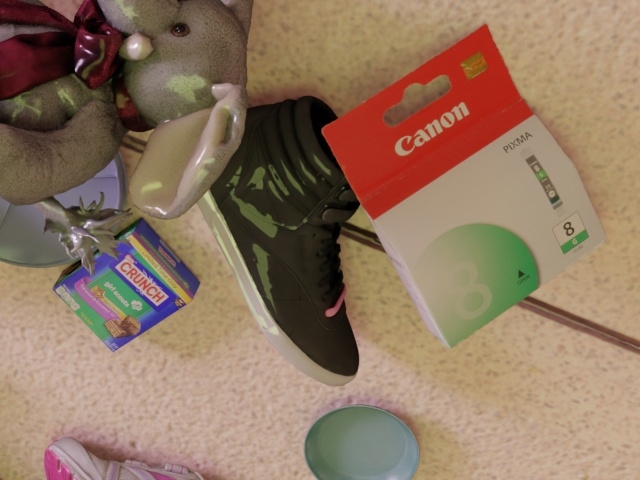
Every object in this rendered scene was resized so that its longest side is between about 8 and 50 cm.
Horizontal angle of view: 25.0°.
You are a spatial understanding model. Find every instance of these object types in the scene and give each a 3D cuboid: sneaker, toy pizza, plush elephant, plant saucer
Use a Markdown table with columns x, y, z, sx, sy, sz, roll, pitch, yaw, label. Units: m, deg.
| x | y | z | sx | sy | sz | roll | pitch | yaw | label |
| --- | --- | --- | --- | --- | --- | --- | --- | --- | --- |
| 0.000 | 0.000 | 1.313 | 0.147 | 0.104 | 0.295 | -20 | 111 | 23 | sneaker |
| -0.277 | -0.065 | 1.354 | 0.201 | 0.032 | 0.201 | 3 | 121 | 6 | toy pizza |
| -0.176 | 0.281 | 1.505 | 0.252 | 0.111 | 0.103 | 36 | 141 | 10 | sneaker |
| -0.176 | -0.140 | 1.156 | 0.255 | 0.272 | 0.330 | -31 | 125 | 12 | plush elephant |
| 0.043 | 0.211 | 1.478 | 0.119 | 0.021 | 0.119 | 3 | 120 | 6 | plant saucer |

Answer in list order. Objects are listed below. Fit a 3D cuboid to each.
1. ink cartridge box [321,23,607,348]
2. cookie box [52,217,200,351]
| x | y | z | sx | sy | sz | roll | pitch | yaw | label |
| --- | --- | --- | --- | --- | --- | --- | --- | --- | --- |
| 0.130 | -0.045 | 1.259 | 0.181 | 0.056 | 0.224 | -33 | 116 | -10 | ink cartridge box |
| -0.187 | 0.044 | 1.399 | 0.107 | 0.040 | 0.092 | -33 | 110 | 22 | cookie box |
